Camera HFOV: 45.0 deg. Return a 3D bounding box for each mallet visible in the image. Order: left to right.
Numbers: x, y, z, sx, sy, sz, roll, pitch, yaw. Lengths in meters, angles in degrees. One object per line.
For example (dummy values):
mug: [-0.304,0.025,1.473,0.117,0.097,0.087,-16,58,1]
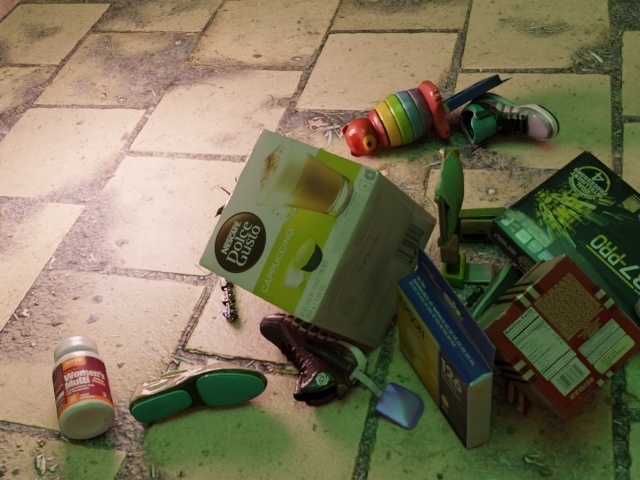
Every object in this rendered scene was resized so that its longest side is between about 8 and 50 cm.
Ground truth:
mallet: [0.316,0.165,1.805,0.062,0.039,0.190,17,46,30]

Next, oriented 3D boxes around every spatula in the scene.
spatula: [0.087,0.294,1.651,0.296,0.030,0.084,34,59,2]

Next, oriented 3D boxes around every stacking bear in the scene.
stacking bear: [0.209,-0.341,2.263,0.289,0.175,0.164,-24,37,-1]

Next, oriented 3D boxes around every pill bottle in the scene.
pill bottle: [-0.544,0.330,1.756,0.121,0.121,0.221,-21,45,-9]

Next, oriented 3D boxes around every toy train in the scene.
toy train: [-0.234,0.145,1.946,0.036,0.027,0.158,-16,43,1]

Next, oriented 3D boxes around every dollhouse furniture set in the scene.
dollhouse furniture set: [0.360,-0.056,1.824,0.151,0.302,0.198,1,44,15]

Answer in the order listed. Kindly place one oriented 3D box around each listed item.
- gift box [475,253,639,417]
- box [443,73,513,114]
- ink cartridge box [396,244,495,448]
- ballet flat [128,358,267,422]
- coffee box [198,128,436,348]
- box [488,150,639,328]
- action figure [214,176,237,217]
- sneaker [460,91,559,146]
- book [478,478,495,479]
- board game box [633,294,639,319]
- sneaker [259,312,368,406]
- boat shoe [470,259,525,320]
gift box: [0.455,0.207,1.520,0.255,0.258,0.276,-38,84,-1]
box: [0.448,-0.438,2.285,0.225,0.037,0.136,-28,8,-1]
ink cartridge box: [0.245,0.218,1.564,0.072,0.307,0.304,-21,44,-10]
ballet flat: [-0.275,0.319,1.728,0.315,0.108,0.106,-11,30,0]
coffee box: [0.000,0.000,1.732,0.334,0.338,0.338,24,88,33]
box: [0.632,0.019,1.751,0.318,0.097,0.395,-35,65,-14]
action figure: [-0.173,-0.034,2.041,0.164,0.141,0.276,-28,62,-14]
sneaker: [0.512,-0.331,2.199,0.178,0.124,0.295,-32,39,-27]
book: [0.267,0.509,1.462,0.144,0.035,0.096,-6,47,6]
board game box: [0.807,0.237,1.519,0.233,0.078,0.347,-13,61,-2]
sneaker: [-0.048,0.272,1.723,0.281,0.106,0.162,17,54,26]
boat shoe: [0.404,0.141,1.774,0.068,0.081,0.228,38,60,6]
